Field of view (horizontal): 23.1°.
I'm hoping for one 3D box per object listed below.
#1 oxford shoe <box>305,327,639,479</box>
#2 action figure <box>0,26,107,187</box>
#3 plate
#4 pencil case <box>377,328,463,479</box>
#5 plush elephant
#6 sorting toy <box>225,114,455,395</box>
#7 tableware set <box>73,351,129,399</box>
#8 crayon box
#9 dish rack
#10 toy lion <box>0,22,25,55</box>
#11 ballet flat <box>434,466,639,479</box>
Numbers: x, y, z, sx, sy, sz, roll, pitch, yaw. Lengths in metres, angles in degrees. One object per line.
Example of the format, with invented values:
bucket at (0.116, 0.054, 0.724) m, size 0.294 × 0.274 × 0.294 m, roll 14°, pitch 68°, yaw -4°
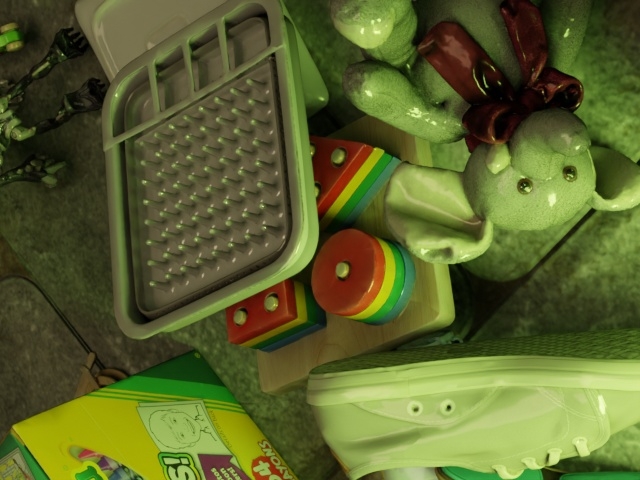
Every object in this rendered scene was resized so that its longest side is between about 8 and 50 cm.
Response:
oxford shoe at (0.208, 0.162, 1.518) m, size 0.449 × 0.169 × 0.130 m, roll -7°, pitch 92°, yaw 13°
action figure at (-0.379, -0.132, 1.917) m, size 0.275 × 0.141 × 0.164 m, roll -33°, pitch 84°, yaw 20°
plate at (-0.153, -0.216, 1.795) m, size 0.277 × 0.045 × 0.278 m, roll -29°, pitch 85°, yaw 35°
pencil case at (0.125, 0.230, 1.670) m, size 0.124 × 0.113 × 0.273 m, roll -13°, pitch 94°, yaw 21°
plush elephant at (0.171, -0.121, 1.457) m, size 0.255 × 0.272 × 0.330 m, roll 58°, pitch 164°, yaw 19°
sorting toy at (0.000, 0.000, 1.649) m, size 0.255 × 0.089 × 0.257 m, roll -26°, pitch 59°, yaw 36°
tableware set at (-0.288, 0.251, 2.004) m, size 0.128 × 0.039 × 0.194 m, roll 34°, pitch 118°, yaw 24°
crayon box at (-0.153, 0.325, 1.760) m, size 0.363 × 0.313 × 0.106 m, roll 50°, pitch 124°, yaw 14°
dish rack at (-0.112, -0.074, 1.667) m, size 0.285 × 0.072 × 0.333 m, roll -25°, pitch 59°, yaw 35°
toy lion at (-0.416, -0.237, 1.953) m, size 0.100 × 0.096 × 0.034 m, roll -18°, pitch 91°, yaw -4°
ballet flat at (0.229, 0.268, 1.588) m, size 0.232 × 0.080 × 0.073 m, roll 7°, pitch 122°, yaw 6°
